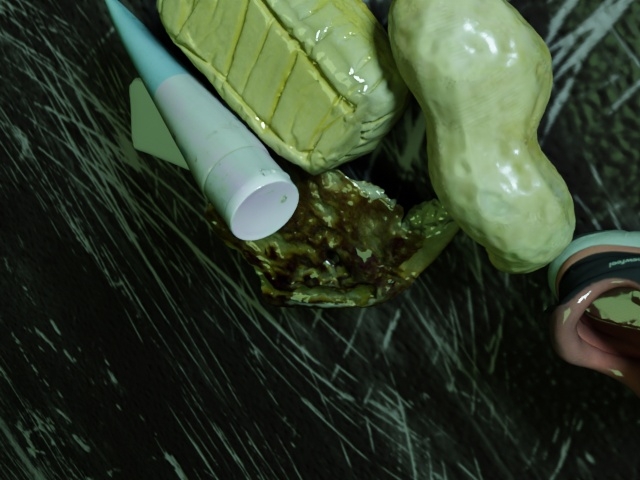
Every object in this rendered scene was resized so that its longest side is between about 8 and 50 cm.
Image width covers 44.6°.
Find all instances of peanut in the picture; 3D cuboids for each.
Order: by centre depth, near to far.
[{"bbox_3d":[0.130,-0.092,0.621,0.117,0.101,0.263,-6,107,39],"label":"peanut"}]

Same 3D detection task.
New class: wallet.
[{"bbox_3d":[-0.133,-0.117,0.850,0.190,0.033,0.095,22,126,27],"label":"wallet"}]

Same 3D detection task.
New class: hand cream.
[{"bbox_3d":[-0.133,-0.128,0.741,0.312,0.070,0.111,49,173,33],"label":"hand cream"}]

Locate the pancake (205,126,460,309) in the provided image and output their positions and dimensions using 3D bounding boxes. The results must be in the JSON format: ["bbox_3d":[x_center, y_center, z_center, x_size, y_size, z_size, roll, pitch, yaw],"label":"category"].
[{"bbox_3d":[0.000,0.000,0.794,0.257,0.056,0.212,27,132,15],"label":"pancake"}]

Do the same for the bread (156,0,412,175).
[{"bbox_3d":[-0.028,-0.173,0.692,0.236,0.106,0.140,46,134,6],"label":"bread"}]

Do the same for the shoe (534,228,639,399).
[{"bbox_3d":[0.295,0.071,0.566,0.291,0.137,0.114,14,121,30],"label":"shoe"}]
